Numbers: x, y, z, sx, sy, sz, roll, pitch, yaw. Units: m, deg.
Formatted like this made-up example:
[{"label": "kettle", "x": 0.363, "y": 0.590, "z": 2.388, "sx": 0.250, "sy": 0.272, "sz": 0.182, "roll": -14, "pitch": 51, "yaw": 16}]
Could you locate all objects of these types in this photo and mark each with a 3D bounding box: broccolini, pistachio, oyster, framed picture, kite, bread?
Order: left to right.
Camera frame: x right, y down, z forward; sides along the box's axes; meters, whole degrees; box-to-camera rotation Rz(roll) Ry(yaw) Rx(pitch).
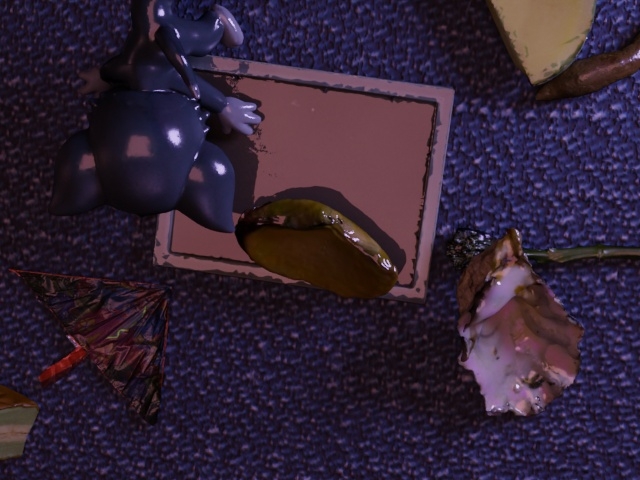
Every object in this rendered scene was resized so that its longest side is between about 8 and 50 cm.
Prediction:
[{"label": "bread", "x": -0.390, "y": 0.178, "z": 1.616, "sx": 0.139, "sy": 0.084, "sz": 0.074, "roll": 31, "pitch": 105, "yaw": 33}, {"label": "kite", "x": -0.234, "y": 0.098, "z": 1.582, "sx": 0.189, "sy": 0.009, "sz": 0.232, "roll": -37, "pitch": 93, "yaw": 13}, {"label": "framed picture", "x": -0.021, "y": -0.065, "z": 1.520, "sx": 0.293, "sy": 0.018, "sz": 0.231, "roll": 9, "pitch": 102, "yaw": 6}, {"label": "pistachio", "x": 0.000, "y": 0.000, "z": 1.495, "sx": 0.173, "sy": 0.049, "sz": 0.089, "roll": 19, "pitch": 127, "yaw": 2}, {"label": "oyster", "x": 0.190, "y": 0.090, "z": 1.488, "sx": 0.133, "sy": 0.072, "sz": 0.209, "roll": -31, "pitch": 124, "yaw": 13}, {"label": "broccolini", "x": 0.235, "y": 0.016, "z": 1.491, "sx": 0.218, "sy": 0.042, "sz": 0.044, "roll": 5, "pitch": 102, "yaw": 5}]

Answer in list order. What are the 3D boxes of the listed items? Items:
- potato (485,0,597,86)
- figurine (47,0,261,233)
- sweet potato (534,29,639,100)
[{"label": "potato", "x": 0.213, "y": -0.254, "z": 1.437, "sx": 0.119, "sy": 0.054, "sz": 0.197, "roll": -11, "pitch": 102, "yaw": 8}, {"label": "figurine", "x": -0.146, "y": -0.137, "z": 1.447, "sx": 0.193, "sy": 0.140, "sz": 0.265, "roll": 12, "pitch": 127, "yaw": -13}, {"label": "sweet potato", "x": 0.281, "y": -0.173, "z": 1.451, "sx": 0.153, "sy": 0.038, "sz": 0.041, "roll": -31, "pitch": 104, "yaw": 10}]
